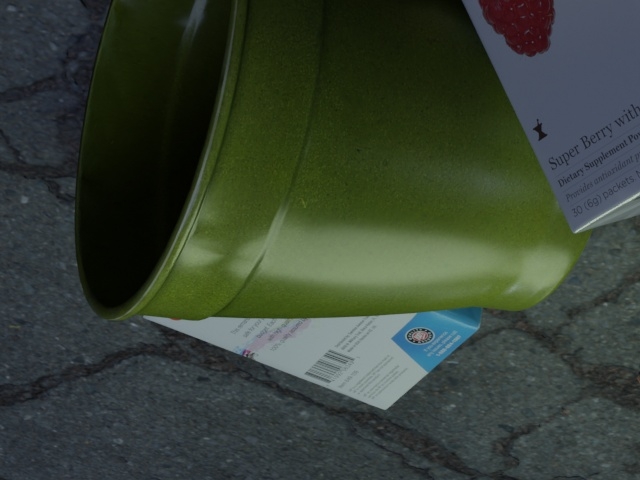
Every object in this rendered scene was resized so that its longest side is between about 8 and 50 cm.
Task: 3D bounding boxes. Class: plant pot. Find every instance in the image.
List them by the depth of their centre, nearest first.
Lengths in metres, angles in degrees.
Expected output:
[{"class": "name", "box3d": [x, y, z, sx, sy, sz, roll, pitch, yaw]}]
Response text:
[{"class": "plant pot", "box3d": [0.028, -0.086, 1.529, 0.353, 0.366, 0.366, 12, 146, -21]}]

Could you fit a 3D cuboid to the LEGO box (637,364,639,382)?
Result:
[{"class": "LEGO box", "box3d": [0.502, -0.077, 1.459, 0.500, 0.372, 0.193, -24, 133, 40]}]

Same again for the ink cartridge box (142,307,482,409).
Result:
[{"class": "ink cartridge box", "box3d": [0.000, 0.000, 1.843, 0.270, 0.197, 0.198, 22, 144, -17]}]

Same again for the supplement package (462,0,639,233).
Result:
[{"class": "supplement package", "box3d": [0.231, -0.182, 1.414, 0.175, 0.293, 0.177, -14, 165, -45]}]
